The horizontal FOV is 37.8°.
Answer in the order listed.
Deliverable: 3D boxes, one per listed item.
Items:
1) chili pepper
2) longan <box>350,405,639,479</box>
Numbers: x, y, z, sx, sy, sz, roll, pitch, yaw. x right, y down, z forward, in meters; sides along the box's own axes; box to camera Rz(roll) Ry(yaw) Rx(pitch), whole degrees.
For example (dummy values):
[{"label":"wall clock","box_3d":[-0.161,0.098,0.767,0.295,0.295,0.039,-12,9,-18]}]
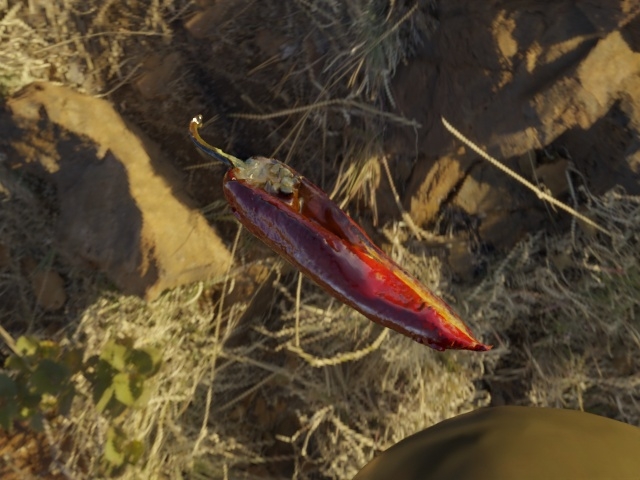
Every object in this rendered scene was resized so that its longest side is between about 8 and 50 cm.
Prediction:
[{"label":"chili pepper","box_3d":[0.000,0.000,0.634,0.268,0.059,0.050,39,117,15]},{"label":"longan","box_3d":[0.129,0.299,0.588,0.404,0.336,0.404,-9,107,-33]}]
